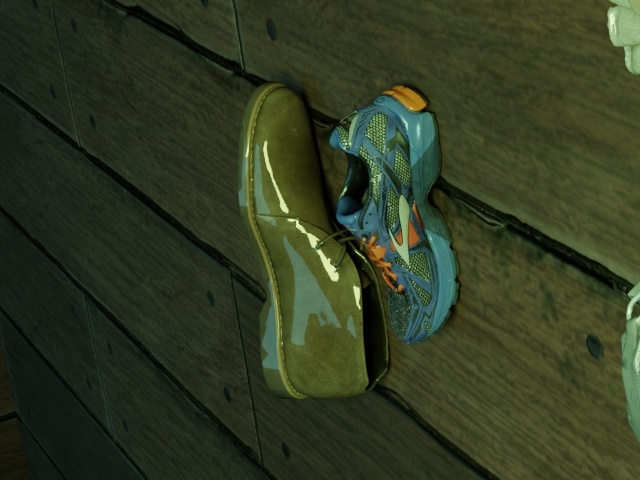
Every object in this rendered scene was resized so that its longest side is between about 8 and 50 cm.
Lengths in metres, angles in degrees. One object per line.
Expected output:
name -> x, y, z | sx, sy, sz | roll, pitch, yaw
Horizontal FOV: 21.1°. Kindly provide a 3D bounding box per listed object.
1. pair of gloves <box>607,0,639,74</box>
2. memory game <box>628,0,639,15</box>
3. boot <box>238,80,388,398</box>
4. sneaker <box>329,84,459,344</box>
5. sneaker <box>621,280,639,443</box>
pair of gloves -> 0.245, -0.045, 1.003 | 0.204, 0.042, 0.240 | 26, 131, 61
memory game -> 0.226, -0.173, 0.934 | 0.186, 0.012, 0.186 | 13, 104, 59
boot -> 0.000, 0.000, 1.596 | 0.115, 0.112, 0.305 | 0, 104, 36
sneaker -> 0.054, -0.015, 1.423 | 0.083, 0.087, 0.221 | 26, 130, 62
sneaker -> 0.209, 0.050, 0.970 | 0.115, 0.105, 0.281 | 52, 154, 38
